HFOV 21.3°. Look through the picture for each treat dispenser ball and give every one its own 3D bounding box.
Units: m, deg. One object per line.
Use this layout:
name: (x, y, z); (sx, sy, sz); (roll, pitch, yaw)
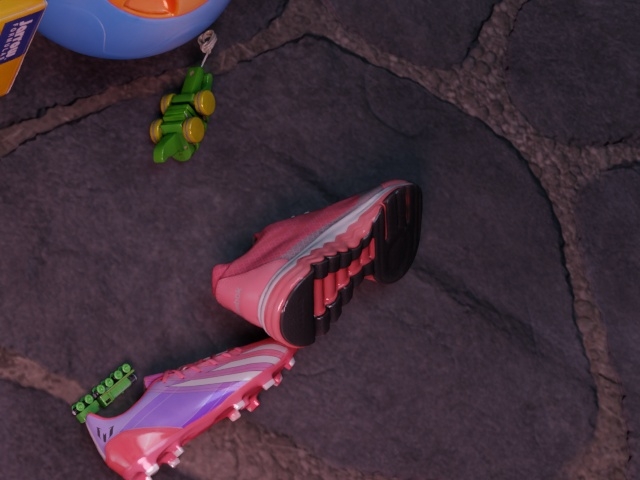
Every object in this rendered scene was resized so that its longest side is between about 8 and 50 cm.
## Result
treat dispenser ball: (-0.215, -0.337, 1.820); (0.288, 0.288, 0.288); (10, 62, -19)

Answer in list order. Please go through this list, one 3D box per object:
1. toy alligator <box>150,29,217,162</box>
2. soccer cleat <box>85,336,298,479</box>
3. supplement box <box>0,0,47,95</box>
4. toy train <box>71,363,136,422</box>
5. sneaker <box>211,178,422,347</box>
toy alligator: (-0.141, -0.150, 1.906); (0.051, 0.056, 0.190); (56, 42, -43)
soccer cleat: (-0.126, 0.154, 1.745); (0.248, 0.083, 0.095); (-36, 79, -31)
supplement box: (-0.487, -0.211, 1.692); (0.356, 0.195, 0.194); (-25, 78, -31)
toy train: (-0.219, 0.156, 1.736); (0.083, 0.017, 0.024); (-40, 95, -34)
sneaker: (0.000, 0.000, 1.856); (0.136, 0.116, 0.314); (19, 32, 29)
